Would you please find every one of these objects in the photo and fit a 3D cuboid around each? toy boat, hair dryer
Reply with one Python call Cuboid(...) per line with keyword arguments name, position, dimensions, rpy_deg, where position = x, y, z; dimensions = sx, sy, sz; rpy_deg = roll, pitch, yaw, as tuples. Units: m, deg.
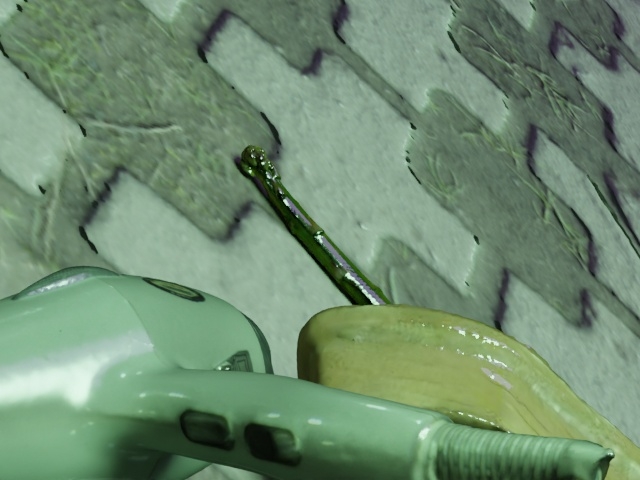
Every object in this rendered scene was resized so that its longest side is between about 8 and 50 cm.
Cuboid(name="toy boat", position=(0.061, 0.103, 0.804), dimensions=(0.188, 0.116, 0.061), rpy_deg=(39, 34, -20))
Cuboid(name="hair dryer", position=(-0.073, 0.061, 0.583), dimensions=(0.229, 0.267, 0.092), rpy_deg=(-2, 95, -30))

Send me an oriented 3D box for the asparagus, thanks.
Cuboid(name="asparagus", position=(0.000, 0.000, 0.964), dimensions=(0.127, 0.018, 0.015), rpy_deg=(49, -9, 3))
